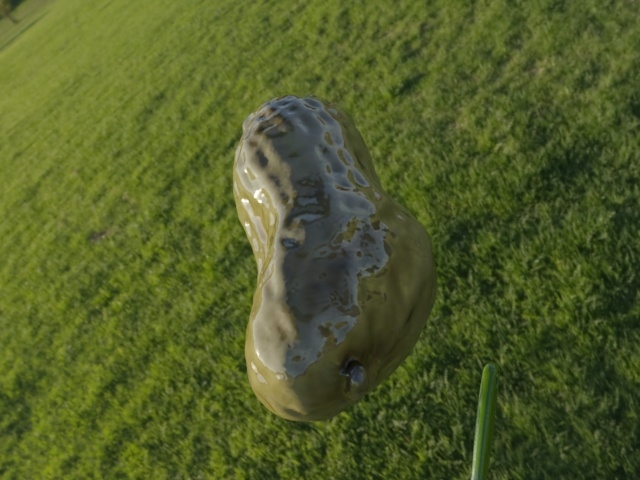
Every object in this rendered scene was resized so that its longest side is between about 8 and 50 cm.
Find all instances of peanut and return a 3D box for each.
[{"bbox_3d":[0.008,0.004,0.534,0.143,0.159,0.291,-53,34,39],"label":"peanut"}]

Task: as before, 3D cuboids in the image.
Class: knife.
[{"bbox_3d":[0.124,0.187,0.511,0.026,0.022,0.184,4,76,22],"label":"knife"}]
